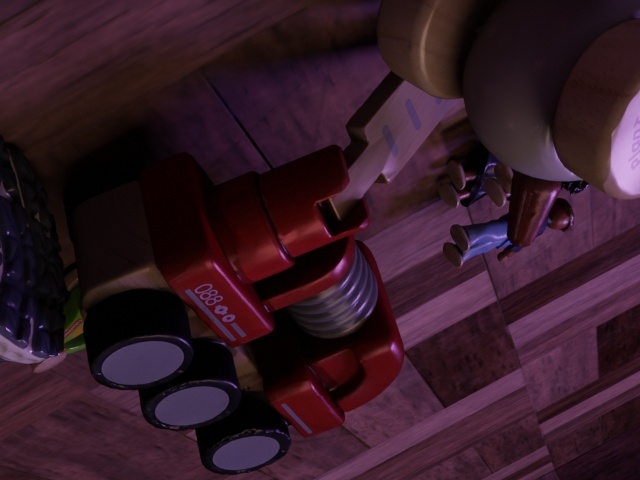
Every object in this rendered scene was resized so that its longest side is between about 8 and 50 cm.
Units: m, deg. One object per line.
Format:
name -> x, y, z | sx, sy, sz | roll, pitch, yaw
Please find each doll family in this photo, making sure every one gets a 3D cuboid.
doll family -> 0.158, -0.048, 0.878 | 0.111, 0.076, 0.193 | -21, 162, -27

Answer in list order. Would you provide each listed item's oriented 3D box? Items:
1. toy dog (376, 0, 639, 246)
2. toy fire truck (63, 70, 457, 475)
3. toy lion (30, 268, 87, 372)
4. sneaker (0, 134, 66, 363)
toy dog -> 0.195, -0.101, 0.655 | 0.334, 0.220, 0.161 | -13, 134, -13
toy fire truck -> 0.000, 0.000, 0.698 | 0.246, 0.158, 0.217 | -22, 145, 9
toy lion -> -0.140, 0.044, 0.792 | 0.100, 0.034, 0.096 | -41, 162, 31
sneaker -> -0.220, -0.002, 0.541 | 0.122, 0.110, 0.283 | -15, 159, 17
